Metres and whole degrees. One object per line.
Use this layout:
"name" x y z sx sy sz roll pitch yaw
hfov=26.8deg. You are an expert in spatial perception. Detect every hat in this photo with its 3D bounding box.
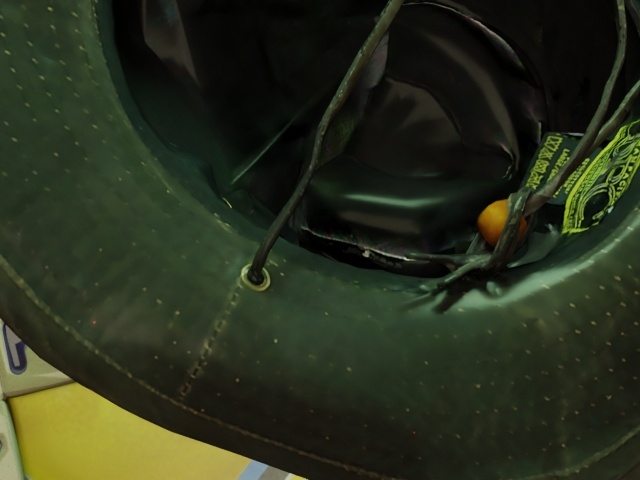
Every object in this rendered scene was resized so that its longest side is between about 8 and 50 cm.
"hat" 0.015 -0.069 0.475 0.331 0.134 0.331 1 86 -12

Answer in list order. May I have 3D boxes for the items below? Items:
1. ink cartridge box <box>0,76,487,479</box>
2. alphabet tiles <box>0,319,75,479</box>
"ink cartridge box" 0.000 0.000 0.565 0.304 0.072 0.307 37 90 11
"alphabet tiles" -0.191 0.041 0.549 0.198 0.009 0.237 -15 83 7
